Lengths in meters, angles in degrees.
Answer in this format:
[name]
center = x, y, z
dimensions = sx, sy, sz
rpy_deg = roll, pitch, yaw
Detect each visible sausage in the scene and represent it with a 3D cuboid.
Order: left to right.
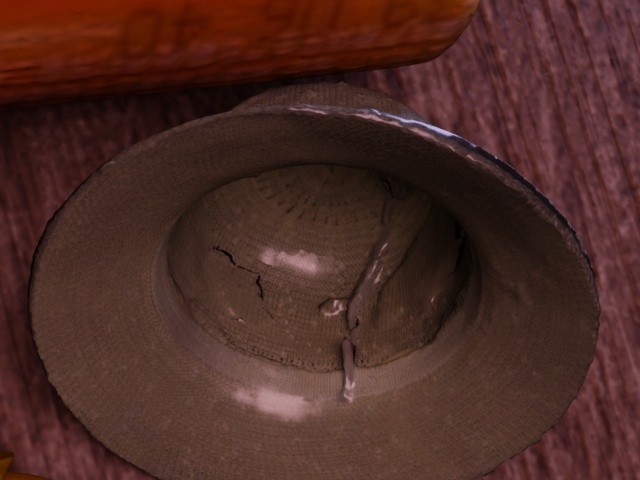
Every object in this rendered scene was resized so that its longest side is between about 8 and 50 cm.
[sausage]
center = -0.089, -0.179, 0.882
dimensions = 0.287, 0.233, 0.233
rpy_deg = -7, 80, -17

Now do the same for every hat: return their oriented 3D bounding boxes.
[hat]
center = 0.000, 0.000, 0.902
dimensions = 0.257, 0.257, 0.130
rpy_deg = 19, 41, -12

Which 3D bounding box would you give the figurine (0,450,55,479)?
[figurine]
center = -0.162, 0.177, 0.860
dimensions = 0.122, 0.121, 0.176
rpy_deg = 21, 85, -39
